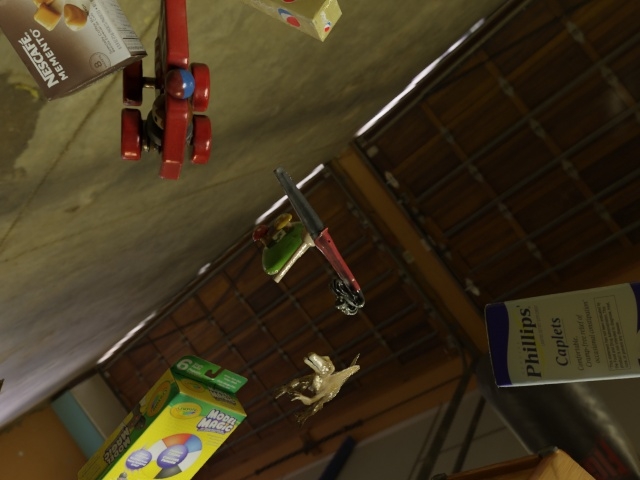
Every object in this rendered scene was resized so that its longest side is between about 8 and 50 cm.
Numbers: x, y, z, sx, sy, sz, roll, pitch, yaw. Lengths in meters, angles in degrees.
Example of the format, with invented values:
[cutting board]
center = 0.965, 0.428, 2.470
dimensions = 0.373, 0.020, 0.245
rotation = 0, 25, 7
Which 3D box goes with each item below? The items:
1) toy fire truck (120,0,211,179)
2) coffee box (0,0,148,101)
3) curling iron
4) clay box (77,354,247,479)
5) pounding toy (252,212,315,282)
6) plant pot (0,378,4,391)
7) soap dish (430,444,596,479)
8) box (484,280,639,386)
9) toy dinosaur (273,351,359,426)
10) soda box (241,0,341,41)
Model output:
[toy fire truck]
center = -0.285, -0.285, 1.024
dimensions = 0.169, 0.302, 0.254
rotation = 1, 159, -20
[coffee box]
center = -0.377, -0.341, 0.762
dimensions = 0.141, 0.246, 0.098
rotation = -25, -161, 6
[curling iron]
center = 0.000, 0.000, 0.889
dimensions = 0.035, 0.274, 0.068
rotation = -25, -175, 23
[clay box]
center = -0.201, 0.264, 0.737
dimensions = 0.222, 0.053, 0.127
rotation = -48, 133, 4
[pounding toy]
center = -0.101, -0.007, 1.403
dimensions = 0.183, 0.110, 0.237
rotation = -42, -166, -4
[plant pot]
center = -0.857, 0.396, 1.279
dimensions = 0.167, 0.165, 0.167
rotation = -40, -139, 47
[soap dish]
center = 0.171, 0.341, 0.598
dimensions = 0.229, 0.118, 0.291
rotation = -33, 163, 35
[box]
center = 0.231, 0.084, 0.478
dimensions = 0.137, 0.072, 0.126
rotation = -15, 163, 30
[toy dinosaur]
center = 0.006, 0.165, 0.620
dimensions = 0.093, 0.053, 0.183
rotation = -32, 160, 6
[soda box]
center = -0.059, -0.393, 0.880
dimensions = 0.058, 0.181, 0.061
rotation = -57, 160, -2
